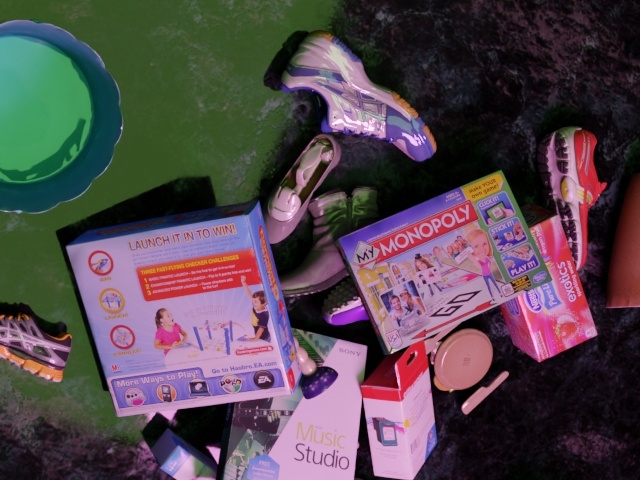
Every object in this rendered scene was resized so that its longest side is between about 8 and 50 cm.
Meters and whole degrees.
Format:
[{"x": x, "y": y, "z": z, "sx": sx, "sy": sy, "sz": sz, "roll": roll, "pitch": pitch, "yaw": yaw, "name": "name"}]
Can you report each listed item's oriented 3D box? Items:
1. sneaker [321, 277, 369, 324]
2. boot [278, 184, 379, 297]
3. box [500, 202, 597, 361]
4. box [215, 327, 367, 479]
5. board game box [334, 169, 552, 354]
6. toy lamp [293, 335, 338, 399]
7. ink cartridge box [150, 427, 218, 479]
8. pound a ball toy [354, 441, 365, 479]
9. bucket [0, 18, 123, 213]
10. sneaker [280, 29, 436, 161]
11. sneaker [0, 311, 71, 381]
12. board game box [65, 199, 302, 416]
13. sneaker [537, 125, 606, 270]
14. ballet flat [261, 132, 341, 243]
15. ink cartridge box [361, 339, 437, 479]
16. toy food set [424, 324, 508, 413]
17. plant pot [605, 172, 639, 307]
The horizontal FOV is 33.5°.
[{"x": 0.150, "y": 0.117, "z": 1.896, "sx": 0.293, "sy": 0.102, "sz": 0.146, "roll": -21, "pitch": 108, "yaw": -15, "name": "sneaker"}, {"x": 0.000, "y": 0.000, "z": 1.845, "sx": 0.246, "sy": 0.083, "sz": 0.161, "roll": -18, "pitch": 94, "yaw": -16, "name": "boot"}, {"x": 0.396, "y": 0.076, "z": 1.962, "sx": 0.128, "sy": 0.122, "sz": 0.257, "roll": -24, "pitch": 108, "yaw": -8, "name": "box"}, {"x": -0.047, "y": 0.310, "z": 1.806, "sx": 0.232, "sy": 0.058, "sz": 0.322, "roll": 15, "pitch": 65, "yaw": -20, "name": "box"}, {"x": 0.210, "y": 0.035, "z": 1.815, "sx": 0.317, "sy": 0.046, "sz": 0.213, "roll": -23, "pitch": 86, "yaw": -12, "name": "board game box"}, {"x": -0.079, "y": 0.136, "z": 1.764, "sx": 0.080, "sy": 0.080, "sz": 0.274, "roll": -37, "pitch": 99, "yaw": -10, "name": "toy lamp"}, {"x": -0.222, "y": 0.387, "z": 1.819, "sx": 0.122, "sy": 0.088, "sz": 0.052, "roll": 40, "pitch": 85, "yaw": -22, "name": "ink cartridge box"}, {"x": 0.036, "y": 0.454, "z": 1.902, "sx": 0.319, "sy": 0.136, "sz": 0.208, "roll": 22, "pitch": 92, "yaw": -23, "name": "pound a ball toy"}, {"x": -0.439, "y": -0.187, "z": 1.580, "sx": 0.281, "sy": 0.183, "sz": 0.281, "roll": -4, "pitch": 102, "yaw": -19, "name": "bucket"}, {"x": 0.060, "y": -0.216, "z": 1.799, "sx": 0.296, "sy": 0.112, "sz": 0.131, "roll": 40, "pitch": 84, "yaw": -11, "name": "sneaker"}, {"x": -0.494, "y": 0.147, "z": 1.686, "sx": 0.215, "sy": 0.084, "sz": 0.083, "roll": 32, "pitch": 75, "yaw": -26, "name": "sneaker"}, {"x": -0.213, "y": 0.112, "z": 1.695, "sx": 0.308, "sy": 0.086, "sz": 0.302, "roll": -9, "pitch": 105, "yaw": 14, "name": "board game box"}, {"x": 0.483, "y": -0.074, "z": 1.984, "sx": 0.118, "sy": 0.107, "sz": 0.279, "roll": -12, "pitch": 107, "yaw": -27, "name": "sneaker"}, {"x": -0.042, "y": -0.093, "z": 1.799, "sx": 0.072, "sy": 0.068, "sz": 0.213, "roll": 33, "pitch": 84, "yaw": 15, "name": "ballet flat"}, {"x": 0.140, "y": 0.291, "z": 1.893, "sx": 0.134, "sy": 0.078, "sz": 0.231, "roll": -39, "pitch": 126, "yaw": -56, "name": "ink cartridge box"}, {"x": 0.260, "y": 0.221, "z": 1.984, "sx": 0.132, "sy": 0.038, "sz": 0.192, "roll": -40, "pitch": 118, "yaw": -6, "name": "toy food set"}, {"x": 0.657, "y": -0.002, "z": 2.009, "sx": 0.237, "sy": 0.237, "sz": 0.254, "roll": 1, "pitch": 86, "yaw": -20, "name": "plant pot"}]
